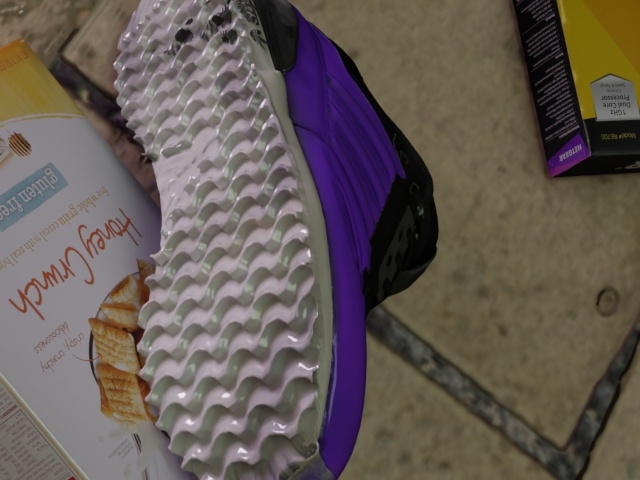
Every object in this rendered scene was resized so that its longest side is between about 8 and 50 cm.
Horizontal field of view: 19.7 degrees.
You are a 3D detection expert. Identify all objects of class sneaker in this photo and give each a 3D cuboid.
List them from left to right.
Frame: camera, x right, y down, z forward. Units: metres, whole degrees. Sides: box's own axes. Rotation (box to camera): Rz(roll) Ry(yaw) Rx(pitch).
[{"bbox_3d":[0.001,-0.001,0.815,0.146,0.102,0.293,27,38,-36],"label":"sneaker"}]

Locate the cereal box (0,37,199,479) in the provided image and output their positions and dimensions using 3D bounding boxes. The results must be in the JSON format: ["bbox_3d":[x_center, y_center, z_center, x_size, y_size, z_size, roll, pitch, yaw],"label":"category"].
[{"bbox_3d":[-0.103,0.038,0.782,0.240,0.047,0.173,50,27,-5],"label":"cereal box"}]

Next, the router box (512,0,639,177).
[{"bbox_3d":[0.197,-0.106,1.013,0.179,0.046,0.133,-5,77,-27],"label":"router box"}]
